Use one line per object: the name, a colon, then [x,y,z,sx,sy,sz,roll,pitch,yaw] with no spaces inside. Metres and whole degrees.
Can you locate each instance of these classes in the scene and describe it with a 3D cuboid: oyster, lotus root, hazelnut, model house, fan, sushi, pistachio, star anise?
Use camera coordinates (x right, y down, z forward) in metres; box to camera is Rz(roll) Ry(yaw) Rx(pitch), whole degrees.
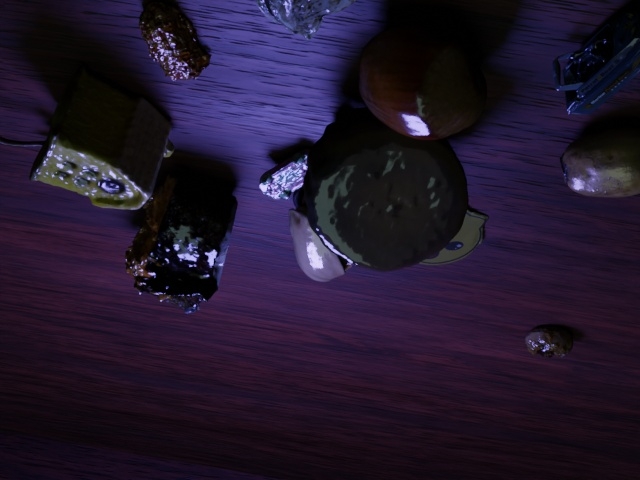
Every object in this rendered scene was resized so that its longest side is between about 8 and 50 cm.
oyster: [-0.014,-0.407,1.488,0.198,0.112,0.267,6,147,-35]
lotus root: [0.525,-0.136,1.743,0.221,0.118,0.125,-6,162,29]
hazelnut: [0.162,-0.244,1.605,0.210,0.186,0.210,-17,151,-10]
model house: [-0.390,-0.178,1.861,0.234,0.193,0.175,21,144,-17]
fan: [0.197,-0.005,2.108,0.335,0.011,0.229,-15,141,26]
sushi: [-0.300,0.021,2.122,0.207,0.234,0.348,17,142,-12]
pistachio: [0.000,0.000,2.057,0.152,0.126,0.223,38,160,34]
star anise: [-0.503,-0.175,1.983,0.177,0.073,0.234,0,171,36]

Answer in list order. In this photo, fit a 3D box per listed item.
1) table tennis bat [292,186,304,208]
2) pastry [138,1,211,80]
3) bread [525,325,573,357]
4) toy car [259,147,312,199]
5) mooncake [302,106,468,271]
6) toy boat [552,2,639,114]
table tennis bat: [0.034,-0.052,2.097,0.150,0.027,0.236,-6,144,26]
pastry: [-0.253,-0.328,1.703,0.087,0.063,0.169,-8,143,22]
bread: [0.544,0.243,2.388,0.113,0.060,0.082,-1,149,20]
toy car: [-0.058,-0.133,1.966,0.142,0.055,0.069,-30,133,28]
mooncake: [0.109,-0.097,1.782,0.290,0.161,0.290,-2,116,-4]
toy boat: [0.448,-0.288,1.539,0.103,0.093,0.246,13,149,-19]
